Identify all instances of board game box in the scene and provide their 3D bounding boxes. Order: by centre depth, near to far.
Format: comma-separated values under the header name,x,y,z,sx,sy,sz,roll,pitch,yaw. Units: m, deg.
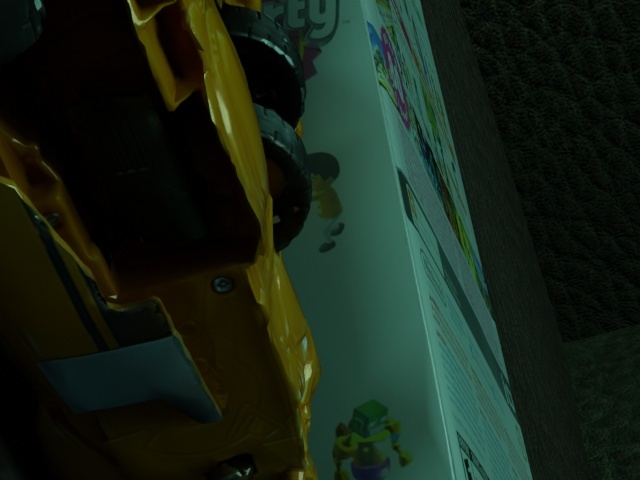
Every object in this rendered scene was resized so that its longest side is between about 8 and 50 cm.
name,x,y,z,sx,sy,sz,roll,pitch,yaw
board game box,0.000,0.000,0.693,0.224,0.097,0.303,59,19,-64

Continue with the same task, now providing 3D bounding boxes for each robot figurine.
name,x,y,z,sx,sy,sz,roll,pitch,yaw
robot figurine,-0.068,-0.082,0.435,0.211,0.085,0.291,-95,167,-51
